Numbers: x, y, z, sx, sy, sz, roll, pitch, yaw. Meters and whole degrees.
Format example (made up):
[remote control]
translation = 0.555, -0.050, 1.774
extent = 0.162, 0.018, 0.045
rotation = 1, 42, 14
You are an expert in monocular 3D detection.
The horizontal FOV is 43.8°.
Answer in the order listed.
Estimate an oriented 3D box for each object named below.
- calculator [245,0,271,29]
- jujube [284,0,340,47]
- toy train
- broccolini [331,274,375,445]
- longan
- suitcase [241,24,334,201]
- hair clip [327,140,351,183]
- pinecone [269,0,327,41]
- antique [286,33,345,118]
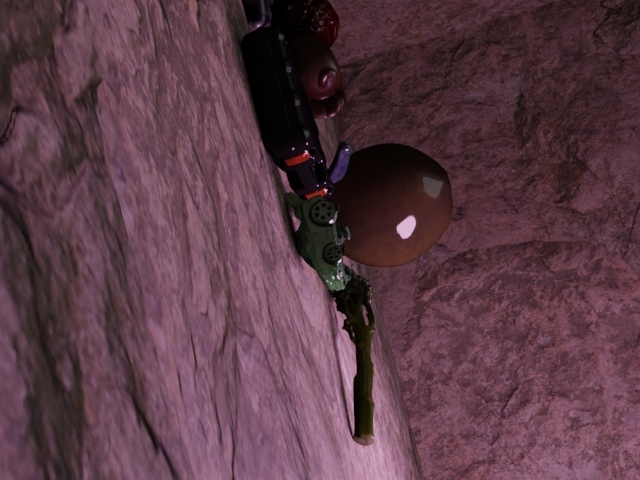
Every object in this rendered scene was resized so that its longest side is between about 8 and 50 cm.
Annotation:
[calculator]
translation = -0.130, -0.478, 1.427
extent = 0.268, 0.040, 0.177
rotation = -106, 179, -60
[jujube]
translation = -0.038, -0.560, 2.016
extent = 0.230, 0.155, 0.155
rotation = 14, 60, -77
[toy train]
translation = 0.000, 0.000, 1.167
extent = 0.099, 0.081, 0.149
rotation = 64, 17, -64
[broccolini]
translation = 0.055, 0.193, 1.342
extent = 0.392, 0.079, 0.073
rotation = -86, 172, -53
[longan]
translation = 0.152, -0.080, 1.785
extent = 0.297, 0.298, 0.297
rotation = -16, 90, -85
[suitcase]
translation = -0.046, -0.188, 1.259
extent = 0.285, 0.066, 0.206
rotation = 56, 18, -74
[hair clip]
translation = 0.020, -0.127, 1.437
extent = 0.275, 0.048, 0.083
rotation = 159, -81, -75
[pinecone]
translation = -0.047, -0.523, 1.841
extent = 0.121, 0.140, 0.140
rotation = 30, 42, -60
[antique]
translation = -0.019, -0.373, 1.732
extent = 0.256, 0.121, 0.143
rotation = -102, 179, -61
